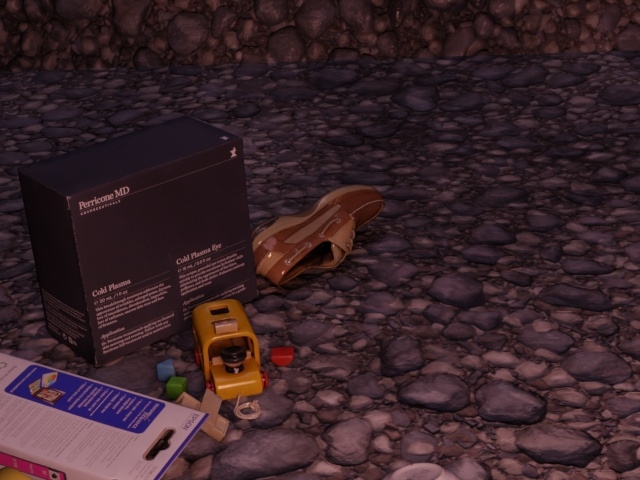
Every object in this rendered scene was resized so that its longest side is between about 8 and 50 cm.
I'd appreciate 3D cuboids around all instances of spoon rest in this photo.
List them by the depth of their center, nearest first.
[{"bbox_3d":[0.176,0.350,1.537,0.137,0.084,0.276,-22,16,-37],"label":"spoon rest"}]

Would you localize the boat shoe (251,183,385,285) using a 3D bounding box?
[{"bbox_3d":[0.000,0.000,2.235,0.324,0.122,0.120,-26,64,-34],"label":"boat shoe"}]

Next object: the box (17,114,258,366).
[{"bbox_3d":[-0.301,-0.009,2.042,0.343,0.312,0.179,-22,32,-34],"label":"box"}]

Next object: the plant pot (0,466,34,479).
[{"bbox_3d":[-0.344,0.416,1.285,0.254,0.254,0.239,22,55,40],"label":"plant pot"}]

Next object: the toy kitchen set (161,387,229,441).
[{"bbox_3d":[-0.188,0.268,1.787,0.083,0.075,0.068,36,29,-12],"label":"toy kitchen set"}]

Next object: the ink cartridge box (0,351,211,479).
[{"bbox_3d":[-0.358,0.270,1.706,0.371,0.069,0.176,11,33,21],"label":"ink cartridge box"}]

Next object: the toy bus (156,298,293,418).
[{"bbox_3d":[-0.146,0.172,1.891,0.202,0.104,0.191,11,30,27],"label":"toy bus"}]
